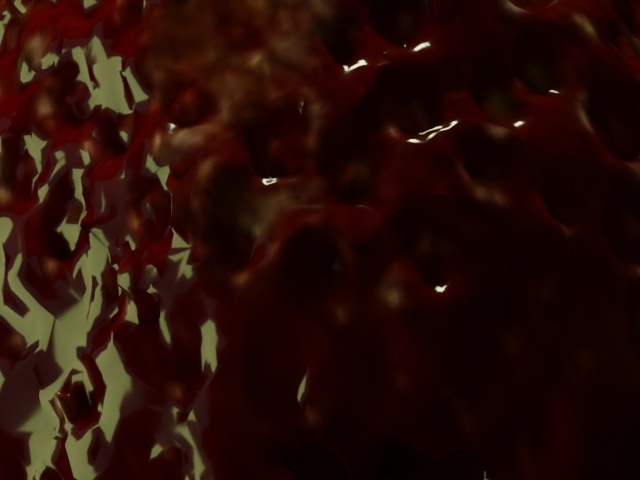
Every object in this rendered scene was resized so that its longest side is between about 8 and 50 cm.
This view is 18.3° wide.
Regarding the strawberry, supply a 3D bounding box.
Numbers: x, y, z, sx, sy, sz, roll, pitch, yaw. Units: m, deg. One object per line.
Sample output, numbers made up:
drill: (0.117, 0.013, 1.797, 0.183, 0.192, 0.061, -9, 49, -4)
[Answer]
strawberry: (0.000, 0.000, 0.523, 0.257, 0.257, 0.277, 92, 164, -73)
